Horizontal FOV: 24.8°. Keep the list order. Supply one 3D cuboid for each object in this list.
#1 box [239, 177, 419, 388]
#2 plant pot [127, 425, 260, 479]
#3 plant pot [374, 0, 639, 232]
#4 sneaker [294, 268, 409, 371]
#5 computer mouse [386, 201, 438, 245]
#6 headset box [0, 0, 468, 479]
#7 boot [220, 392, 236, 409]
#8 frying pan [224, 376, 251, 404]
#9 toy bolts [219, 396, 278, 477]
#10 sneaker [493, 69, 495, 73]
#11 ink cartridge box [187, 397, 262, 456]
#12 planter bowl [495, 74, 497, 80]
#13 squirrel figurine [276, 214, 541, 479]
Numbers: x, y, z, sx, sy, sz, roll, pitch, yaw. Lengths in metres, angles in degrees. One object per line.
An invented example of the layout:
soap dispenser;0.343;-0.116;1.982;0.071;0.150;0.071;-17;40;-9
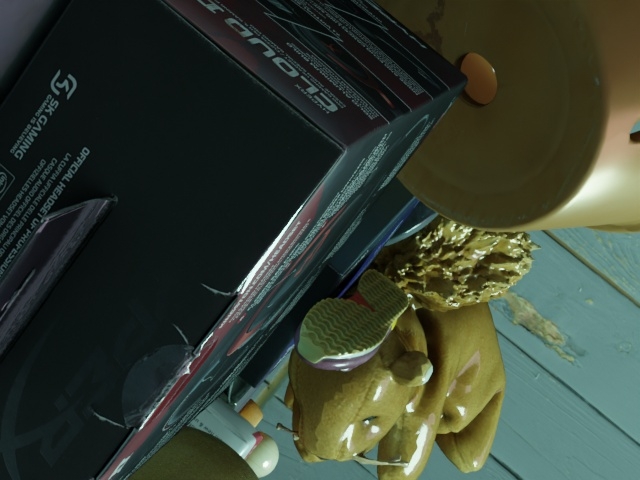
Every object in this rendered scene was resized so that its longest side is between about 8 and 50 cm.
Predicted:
box;0.000;0.000;1.439;0.261;0.103;0.184;-45;171;-51
plant pot;-0.191;0.284;1.264;0.237;0.237;0.254;-51;162;10
plant pot;0.161;-0.126;0.977;0.203;0.291;0.291;-24;159;-43
sneaker;0.019;0.092;1.314;0.084;0.069;0.185;-57;166;26
computer mouse;0.111;-0.096;1.660;0.188;0.072;0.272;-9;-149;41
headset box;-0.064;-0.004;0.603;0.218;0.110;0.293;-52;176;18
boot;-0.179;0.255;2.082;0.189;0.076;0.208;-44;179;-42
frying pan;-0.050;0.050;1.649;0.197;0.053;0.326;-52;166;-49
toy bolts;-0.128;0.242;1.791;0.228;0.158;0.218;-46;174;-45
sneaker;0.128;-0.201;1.264;0.225;0.088;0.092;-47;150;15
ink cartridge box;-0.209;0.291;1.569;0.306;0.131;0.226;-51;176;-3
planter bowl;0.171;-0.168;1.368;0.217;0.217;0.090;-44;145;-55
squirrel figurine;0.082;0.094;1.717;0.397;0.281;0.370;-67;160;4
